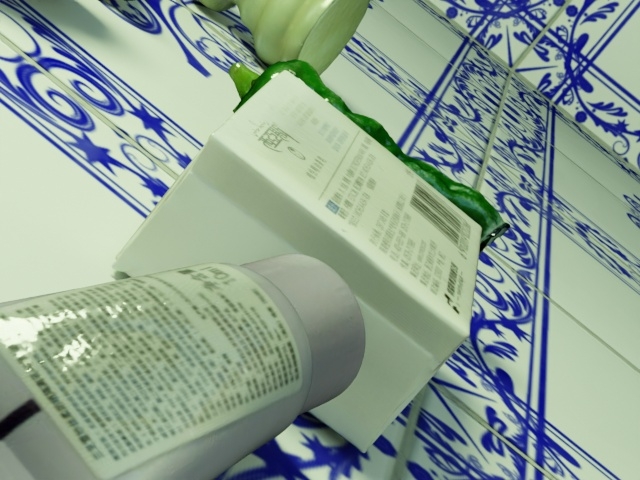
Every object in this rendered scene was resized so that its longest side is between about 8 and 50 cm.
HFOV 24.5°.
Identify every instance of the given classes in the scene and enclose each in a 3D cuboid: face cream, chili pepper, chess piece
[{"bbox_3d":[-0.084,0.072,0.745,0.154,0.096,0.274,48,31,19],"label":"face cream"},{"bbox_3d":[0.019,-0.059,1.252,0.270,0.136,0.099,43,-16,7],"label":"chili pepper"},{"bbox_3d":[-0.084,-0.299,1.652,0.251,0.144,0.144,37,15,12],"label":"chess piece"}]

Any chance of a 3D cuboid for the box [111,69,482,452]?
[{"bbox_3d":[-0.002,0.002,1.029,0.203,0.116,0.274,38,16,-4],"label":"box"}]
